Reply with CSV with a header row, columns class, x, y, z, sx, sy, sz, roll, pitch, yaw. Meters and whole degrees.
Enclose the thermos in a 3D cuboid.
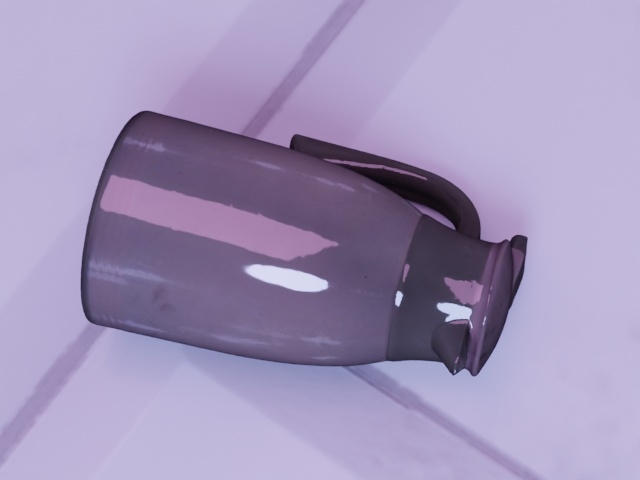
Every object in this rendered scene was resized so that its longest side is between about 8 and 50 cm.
class,x,y,z,sx,sy,sz,roll,pitch,yaw
thermos,0.000,0.000,0.877,0.193,0.105,0.137,13,38,9
